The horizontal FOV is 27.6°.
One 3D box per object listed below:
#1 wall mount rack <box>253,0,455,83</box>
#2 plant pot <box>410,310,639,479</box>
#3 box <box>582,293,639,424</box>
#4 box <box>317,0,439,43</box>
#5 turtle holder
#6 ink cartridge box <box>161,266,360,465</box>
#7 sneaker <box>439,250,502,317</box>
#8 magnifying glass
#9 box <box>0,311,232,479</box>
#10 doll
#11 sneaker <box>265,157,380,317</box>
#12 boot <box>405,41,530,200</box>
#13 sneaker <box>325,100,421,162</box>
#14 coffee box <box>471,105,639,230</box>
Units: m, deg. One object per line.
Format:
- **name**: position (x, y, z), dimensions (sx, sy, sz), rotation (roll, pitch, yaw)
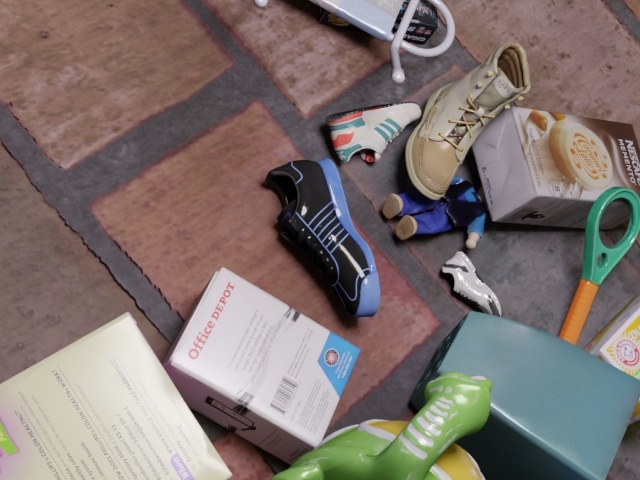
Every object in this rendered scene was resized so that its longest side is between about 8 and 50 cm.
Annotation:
- **wall mount rack**: position (0.039, -0.348, 1.773), dimensions (0.350, 0.130, 0.304), rotation (27, 59, -9)
- **plant pot**: position (0.246, 0.209, 1.644), dimensions (0.234, 0.165, 0.165), rotation (32, 56, 1)
- **box**: position (0.444, 0.154, 1.793), dimensions (0.114, 0.103, 0.203), rotation (49, 56, 3)
- **box**: position (0.080, -0.409, 1.929), dimensions (0.175, 0.051, 0.220), rotation (7, 63, -22)
- **turtle holder**: position (0.074, 0.290, 1.442), dimensions (0.227, 0.243, 0.320), rotation (-28, 117, -50)
- **ink cartridge box**: position (-0.076, 0.151, 1.556), dimensions (0.203, 0.086, 0.148), rotation (32, 56, -8)
- **sneaker**: position (0.204, 0.069, 1.766), dimensions (0.044, 0.040, 0.109), rotation (-34, 79, -18)
- **magnifying glass**: position (0.383, 0.036, 1.801), dimensions (0.092, 0.026, 0.231), rotation (22, 91, -38)
- **box**: position (-0.259, 0.236, 1.390), dimensions (0.243, 0.117, 0.213), rotation (-30, 81, -26)
- **doll**: position (0.179, -0.043, 1.798), dimensions (0.189, 0.046, 0.129), rotation (-14, 63, -37)
- **sneaker**: position (0.000, 0.000, 1.677), dimensions (0.091, 0.081, 0.232), rotation (-9, 63, -26)
- **boot**: position (0.202, -0.165, 1.759), dimensions (0.077, 0.165, 0.213), rotation (37, 48, -18)
- **sneaker**: position (0.077, -0.148, 1.806), dimensions (0.161, 0.057, 0.075), rotation (-15, 99, -39)
- **coffee box**: position (0.346, -0.099, 1.850), dimensions (0.247, 0.098, 0.141), rotation (3, 66, -37)
